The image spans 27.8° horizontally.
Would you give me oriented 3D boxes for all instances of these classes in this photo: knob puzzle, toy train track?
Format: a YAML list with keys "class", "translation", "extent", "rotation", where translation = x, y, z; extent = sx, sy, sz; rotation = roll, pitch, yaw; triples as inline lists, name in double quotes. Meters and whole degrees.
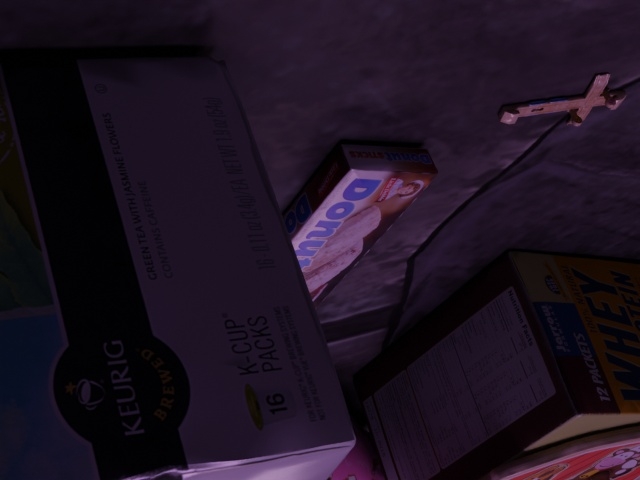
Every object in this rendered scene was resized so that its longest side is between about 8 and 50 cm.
- class: "knob puzzle"
  translation: [0.185, 0.190, 0.972]
  extent: [0.213, 0.030, 0.213]
  rotation: [-14, 152, -8]
- class: "toy train track"
  translation: [0.146, -0.077, 0.769]
  extent: [0.083, 0.014, 0.048]
  rotation: [-9, 151, -19]

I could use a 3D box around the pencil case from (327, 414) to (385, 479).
- class: "pencil case"
  translation: [-0.040, 0.201, 1.006]
  extent: [0.167, 0.160, 0.386]
  rotation: [-28, 153, 13]

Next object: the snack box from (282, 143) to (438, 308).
- class: "snack box"
  translation: [0.000, 0.000, 0.806]
  extent: [0.064, 0.022, 0.178]
  rotation: [1, 147, -32]

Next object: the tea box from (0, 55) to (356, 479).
- class: "tea box"
  translation: [-0.208, 0.097, 0.633]
  extent: [0.324, 0.220, 0.329]
  rotation: [-6, 150, -26]

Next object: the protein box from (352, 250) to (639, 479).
- class: "protein box"
  translation: [0.175, 0.122, 1.023]
  extent: [0.200, 0.136, 0.201]
  rotation: [6, 144, -39]
